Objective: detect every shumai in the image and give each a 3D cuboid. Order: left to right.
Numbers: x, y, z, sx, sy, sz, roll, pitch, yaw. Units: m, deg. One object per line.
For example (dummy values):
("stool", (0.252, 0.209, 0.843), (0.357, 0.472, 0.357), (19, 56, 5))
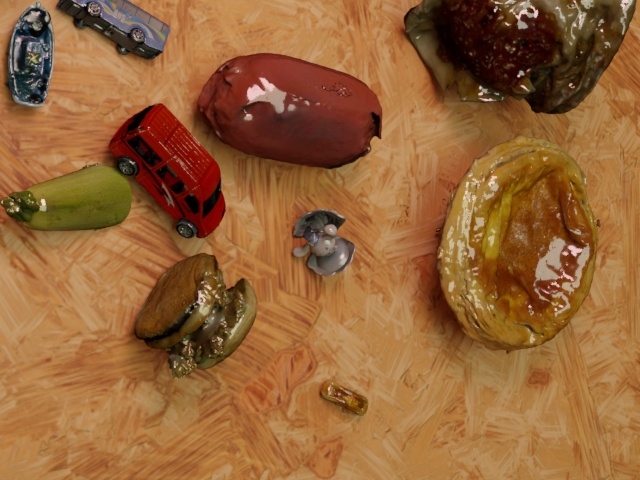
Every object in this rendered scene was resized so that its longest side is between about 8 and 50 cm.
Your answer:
("shumai", (0.300, -0.364, 1.704), (0.288, 0.330, 0.292), (20, 43, -12))

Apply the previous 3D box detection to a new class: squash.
("squash", (-0.351, -0.050, 1.469), (0.200, 0.075, 0.090), (-10, 115, -50))

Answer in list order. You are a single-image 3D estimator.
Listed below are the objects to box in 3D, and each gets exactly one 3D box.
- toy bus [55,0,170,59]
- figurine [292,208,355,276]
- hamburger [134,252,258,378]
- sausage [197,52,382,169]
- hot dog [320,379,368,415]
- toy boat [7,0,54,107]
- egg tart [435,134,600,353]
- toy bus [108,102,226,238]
("toy bus", (-0.283, -0.304, 1.519), (0.153, 0.051, 0.061), (30, 64, -26))
("figurine", (0.000, 0.000, 1.667), (0.086, 0.094, 0.082), (53, 23, -48))
("hamburger", (-0.164, 0.113, 1.529), (0.131, 0.159, 0.185), (42, 52, -26))
("sausage", (-0.039, -0.186, 1.602), (0.279, 0.152, 0.152), (9, 86, -28))
("hot dog", (0.043, 0.246, 1.716), (0.090, 0.034, 0.030), (29, 76, -26))
("toy boat", (-0.379, -0.244, 1.456), (0.060, 0.061, 0.137), (7, 86, -29))
("egg tart", (0.304, 0.004, 1.797), (0.351, 0.150, 0.352), (-4, 98, -32))
("toy bus", (-0.196, -0.093, 1.532), (0.195, 0.089, 0.081), (49, 43, -21))
